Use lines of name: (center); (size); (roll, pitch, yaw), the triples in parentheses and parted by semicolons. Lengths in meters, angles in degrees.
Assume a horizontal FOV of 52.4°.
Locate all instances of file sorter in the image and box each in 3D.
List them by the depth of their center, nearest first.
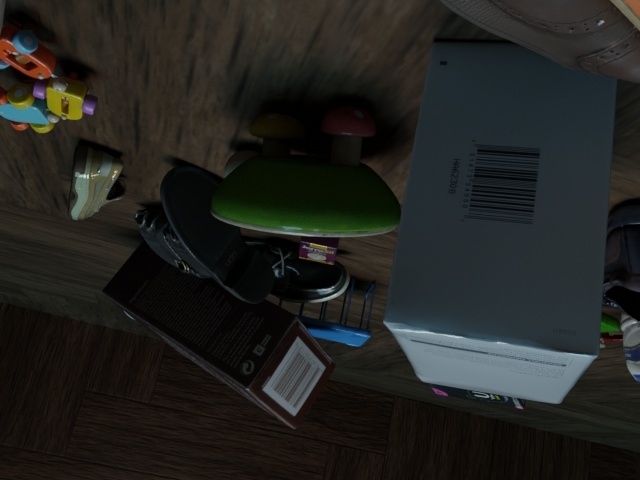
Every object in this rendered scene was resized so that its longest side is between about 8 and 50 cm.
file sorter: (0.007, 0.117, 1.177); (0.170, 0.104, 0.118); (13, 162, -1)

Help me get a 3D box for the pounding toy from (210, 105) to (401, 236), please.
pounding toy: (-0.013, -0.081, 0.644); (0.183, 0.110, 0.237); (3, -167, -7)

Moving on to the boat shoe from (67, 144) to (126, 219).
boat shoe: (-0.303, -0.068, 0.887); (0.072, 0.068, 0.190); (6, 165, -22)

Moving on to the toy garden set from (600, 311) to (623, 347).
toy garden set: (0.387, 0.135, 1.087); (0.204, 0.049, 0.244); (24, 158, -28)

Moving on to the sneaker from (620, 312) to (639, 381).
sneaker: (0.576, 0.157, 0.896); (0.296, 0.131, 0.112); (2, 158, 24)

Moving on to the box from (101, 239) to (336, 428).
box: (-0.177, 0.152, 1.121); (0.381, 0.143, 0.191); (22, 158, 34)

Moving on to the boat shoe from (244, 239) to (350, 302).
boat shoe: (-0.069, 0.045, 1.039); (0.233, 0.084, 0.079); (10, 161, 20)

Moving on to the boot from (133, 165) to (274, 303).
boot: (-0.201, -0.011, 0.935); (0.229, 0.091, 0.263); (17, 147, 41)

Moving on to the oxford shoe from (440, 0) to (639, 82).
oxford shoe: (0.063, -0.160, 0.278); (0.363, 0.130, 0.132); (25, 166, -31)

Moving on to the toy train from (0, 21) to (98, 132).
toy train: (-0.286, -0.160, 0.629); (0.166, 0.046, 0.125); (-10, 151, 42)

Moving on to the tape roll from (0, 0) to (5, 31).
tape roll: (-0.307, -0.146, 0.359); (0.169, 0.246, 0.246); (14, 162, -9)

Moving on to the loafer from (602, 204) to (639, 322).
loafer: (0.374, 0.056, 0.771); (0.109, 0.095, 0.302); (3, 160, 25)

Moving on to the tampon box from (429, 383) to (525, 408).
tampon box: (0.269, 0.212, 1.123); (0.161, 0.101, 0.120); (2, 149, 30)

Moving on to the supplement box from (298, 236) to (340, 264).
supplement box: (0.000, 0.000, 0.926); (0.055, 0.043, 0.083); (12, 162, 2)

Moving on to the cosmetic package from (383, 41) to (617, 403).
cosmetic package: (0.151, -0.001, 0.533); (0.138, 0.224, 0.225); (7, 162, 16)
